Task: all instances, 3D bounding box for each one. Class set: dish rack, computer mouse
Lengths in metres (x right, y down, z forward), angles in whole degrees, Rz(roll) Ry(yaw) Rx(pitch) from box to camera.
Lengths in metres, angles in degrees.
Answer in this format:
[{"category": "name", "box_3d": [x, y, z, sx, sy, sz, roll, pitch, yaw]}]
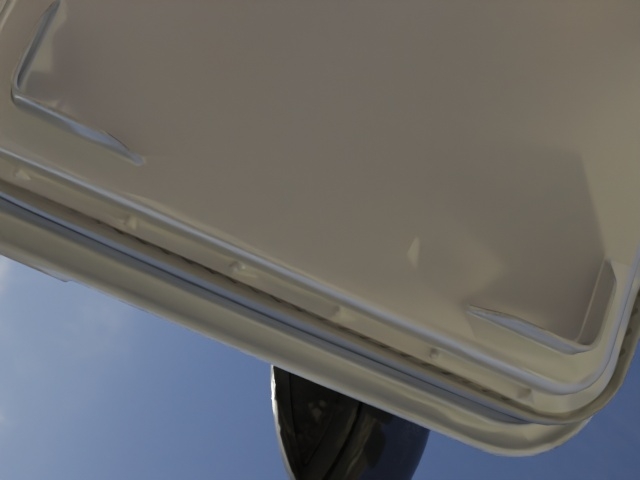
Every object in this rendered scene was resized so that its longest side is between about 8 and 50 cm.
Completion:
[{"category": "dish rack", "box_3d": [0.024, -0.086, 0.408, 0.285, 0.333, 0.072, -69, -168, -15]}, {"category": "computer mouse", "box_3d": [0.000, 0.000, 0.478, 0.060, 0.184, 0.262, -21, -132, 24]}]
